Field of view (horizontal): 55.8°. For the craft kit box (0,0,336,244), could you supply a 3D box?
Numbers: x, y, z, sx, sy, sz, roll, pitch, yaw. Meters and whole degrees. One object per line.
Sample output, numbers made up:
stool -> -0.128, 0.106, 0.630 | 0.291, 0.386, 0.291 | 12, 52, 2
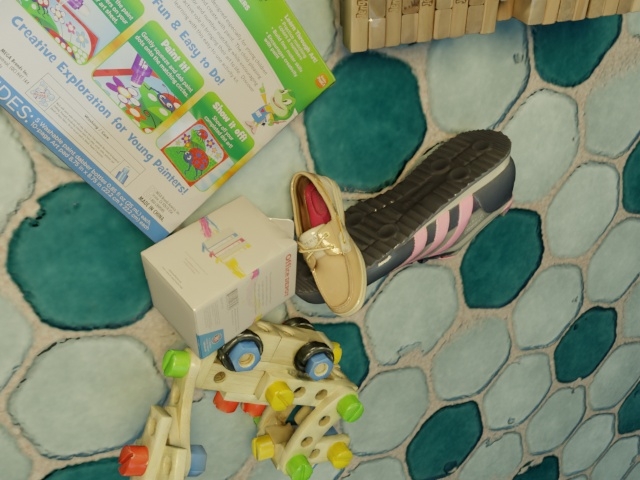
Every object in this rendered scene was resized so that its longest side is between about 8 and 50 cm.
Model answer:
craft kit box -> -0.144, -0.162, 0.542 | 0.247, 0.061, 0.250 | -41, 128, -3

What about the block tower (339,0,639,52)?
block tower -> 0.176, -0.268, 0.608 | 0.335, 0.097, 0.091 | -12, 127, -12

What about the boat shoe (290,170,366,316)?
boat shoe -> 0.000, 0.000, 0.644 | 0.063, 0.170, 0.059 | -31, 148, 26

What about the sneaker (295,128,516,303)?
sneaker -> 0.113, -0.001, 0.740 | 0.319, 0.112, 0.131 | -32, 132, -7

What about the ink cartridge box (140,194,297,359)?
ink cartridge box -> -0.093, 0.031, 0.620 | 0.143, 0.090, 0.092 | -34, 150, -29

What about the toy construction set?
toy construction set -> -0.081, 0.196, 0.706 | 0.328, 0.151, 0.215 | 11, 110, -49
